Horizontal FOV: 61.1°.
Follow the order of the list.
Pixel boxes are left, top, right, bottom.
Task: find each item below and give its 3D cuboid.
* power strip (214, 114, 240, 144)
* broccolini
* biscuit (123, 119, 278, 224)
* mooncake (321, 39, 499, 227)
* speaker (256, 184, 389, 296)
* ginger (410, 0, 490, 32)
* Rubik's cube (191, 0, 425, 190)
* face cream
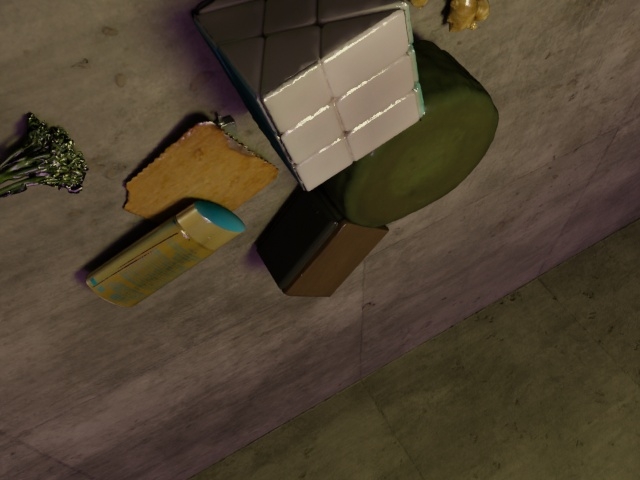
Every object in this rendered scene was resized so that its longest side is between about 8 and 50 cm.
[{"bbox_3d":[-0.166,-0.169,0.951,0.051,0.019,0.136,-24,148,-13],"label":"power strip"},{"bbox_3d":[-0.448,-0.055,0.797,0.271,0.062,0.123,-46,133,8],"label":"broccolini"},{"bbox_3d":[-0.218,-0.099,0.979,0.237,0.013,0.232,-36,150,15],"label":"biscuit"},{"bbox_3d":[0.149,-0.198,1.050,0.357,0.194,0.356,-23,151,-14],"label":"mooncake"},{"bbox_3d":[0.000,0.000,1.217,0.193,0.153,0.231,7,130,-50],"label":"speaker"},{"bbox_3d":[0.239,-0.438,0.938,0.193,0.052,0.176,-20,152,-22],"label":"ginger"},{"bbox_3d":[-0.009,-0.250,0.785,0.221,0.231,0.224,-34,148,-2],"label":"Rubik's cube"},{"bbox_3d":[-0.289,0.023,1.030,0.285,0.067,0.139,-32,151,7],"label":"face cream"}]
